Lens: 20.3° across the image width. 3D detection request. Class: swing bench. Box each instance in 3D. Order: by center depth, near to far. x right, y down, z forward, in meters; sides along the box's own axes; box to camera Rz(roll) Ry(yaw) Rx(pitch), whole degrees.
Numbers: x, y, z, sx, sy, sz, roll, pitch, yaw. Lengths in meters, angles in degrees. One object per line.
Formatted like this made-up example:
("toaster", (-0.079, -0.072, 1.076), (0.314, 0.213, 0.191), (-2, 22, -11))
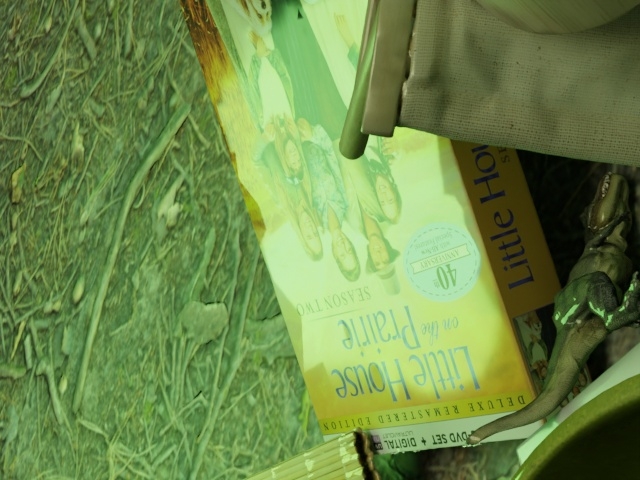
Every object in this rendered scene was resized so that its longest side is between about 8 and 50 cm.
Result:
("swing bench", (0.153, -0.119, 1.102), (0.254, 0.253, 0.165), (176, 103, -87))

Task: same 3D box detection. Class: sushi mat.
("sushi mat", (-0.018, 0.265, 1.534), (0.316, 0.019, 0.151), (-34, 72, 57))

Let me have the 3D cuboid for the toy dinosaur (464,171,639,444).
("toy dinosaur", (0.193, 0.040, 1.190), (0.118, 0.064, 0.268), (-25, 21, 41))

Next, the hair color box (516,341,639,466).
("hair color box", (0.279, 0.115, 1.035), (0.374, 0.113, 0.185), (-49, 42, 43))

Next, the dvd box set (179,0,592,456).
("dvd box set", (0.038, -0.044, 1.377), (0.307, 0.062, 0.420), (-16, 92, 59))

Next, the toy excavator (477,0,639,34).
("toy excavator", (0.264, -0.340, 0.911), (0.445, 0.222, 0.433), (-10, 65, 32))

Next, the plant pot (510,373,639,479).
("plant pot", (0.285, 0.248, 0.742), (0.366, 0.353, 0.366), (-24, 62, 55))
